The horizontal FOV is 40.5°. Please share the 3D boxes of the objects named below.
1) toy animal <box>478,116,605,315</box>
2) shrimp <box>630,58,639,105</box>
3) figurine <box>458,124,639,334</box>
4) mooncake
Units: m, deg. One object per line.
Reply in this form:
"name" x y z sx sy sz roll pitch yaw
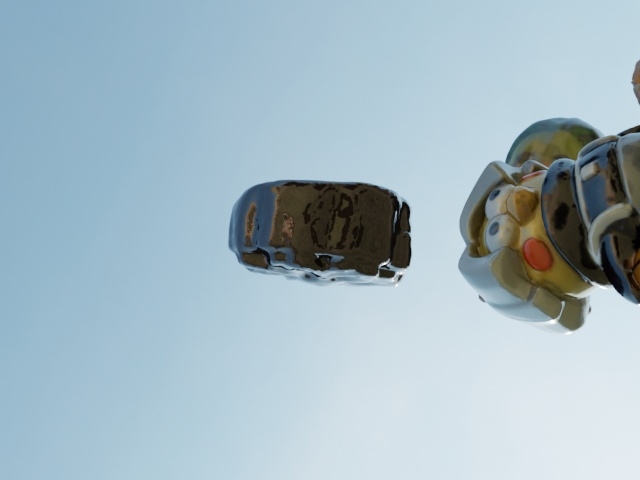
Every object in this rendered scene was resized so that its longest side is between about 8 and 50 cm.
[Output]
"toy animal" 0.399 -0.040 1.482 0.191 0.216 0.338 5 -86 -54
"shrimp" 0.629 -0.247 1.397 0.068 0.248 0.150 56 -140 -71
"figurine" 0.223 -0.010 0.701 0.133 0.236 0.176 35 -132 -28
"mooncake" 0.000 0.000 1.308 0.283 0.283 0.141 11 -101 -32
